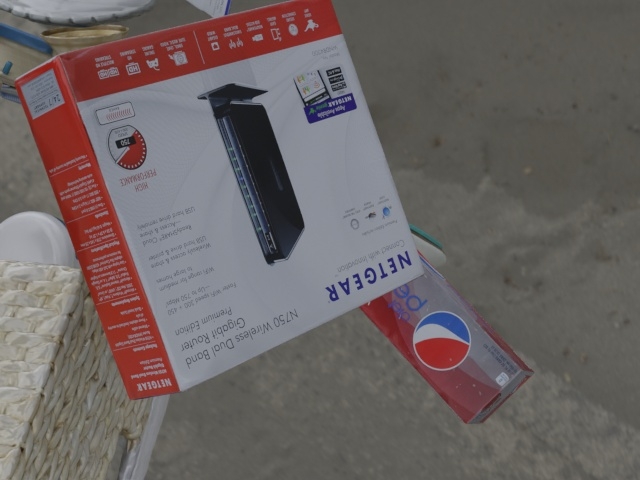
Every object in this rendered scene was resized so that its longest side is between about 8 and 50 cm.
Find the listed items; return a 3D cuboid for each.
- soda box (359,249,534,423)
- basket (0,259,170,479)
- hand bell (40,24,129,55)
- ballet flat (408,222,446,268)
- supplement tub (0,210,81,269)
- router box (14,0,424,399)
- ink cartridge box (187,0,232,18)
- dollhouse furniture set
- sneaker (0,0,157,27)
[{"bbox_3d":[0.116,0.084,1.475,0.092,0.083,0.263,-45,71,9],"label":"soda box"},{"bbox_3d":[-0.383,0.211,1.442,0.331,0.266,0.328,5,61,19],"label":"basket"},{"bbox_3d":[-0.332,-0.185,1.897,0.126,0.242,0.126,-2,17,1],"label":"hand bell"},{"bbox_3d":[0.000,0.000,1.709,0.139,0.400,0.139,-29,48,37],"label":"ballet flat"},{"bbox_3d":[-0.321,0.050,1.661,0.144,0.199,0.144,-7,75,27],"label":"supplement tub"},{"bbox_3d":[-0.079,-0.053,1.213,0.082,0.335,0.301,-16,96,47],"label":"router box"},{"bbox_3d":[-0.207,-0.467,1.900,0.371,0.069,0.176,41,126,37],"label":"ink cartridge box"},{"bbox_3d":[-0.509,-0.194,1.940,0.198,0.303,0.286,-60,36,18],"label":"dollhouse furniture set"},{"bbox_3d":[-0.313,-0.295,1.351,0.297,0.111,0.129,12,99,-3],"label":"sneaker"}]
